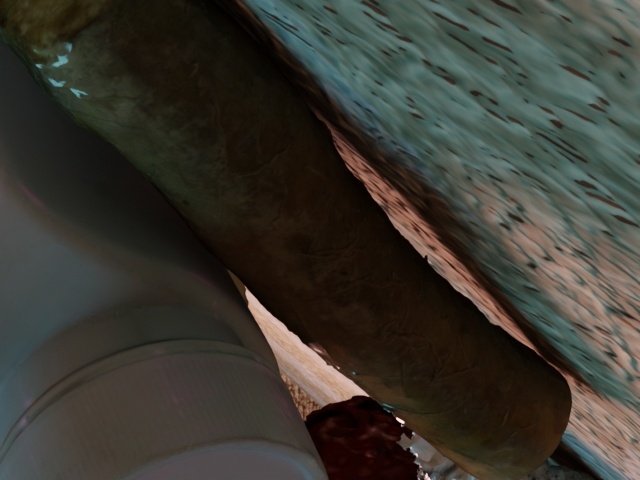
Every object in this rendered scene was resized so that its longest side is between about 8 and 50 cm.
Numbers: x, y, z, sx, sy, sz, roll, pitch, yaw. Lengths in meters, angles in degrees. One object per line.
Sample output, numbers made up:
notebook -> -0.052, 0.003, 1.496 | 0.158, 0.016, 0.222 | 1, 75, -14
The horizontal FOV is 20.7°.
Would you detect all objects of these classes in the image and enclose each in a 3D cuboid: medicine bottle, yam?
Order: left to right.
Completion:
medicine bottle -> -0.101, 0.002, 0.652 | 0.161, 0.111, 0.296 | 42, -168, -51
yam -> 0.000, 0.000, 0.611 | 0.299, 0.066, 0.066 | 45, 173, -40

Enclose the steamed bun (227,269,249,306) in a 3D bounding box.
steamed bun -> -0.172, 0.065, 1.142 | 0.206, 0.275, 0.320 | -4, -176, -27

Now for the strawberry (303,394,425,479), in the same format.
strawberry -> 0.085, 0.230, 1.156 | 0.274, 0.220, 0.274 | -13, -90, -81

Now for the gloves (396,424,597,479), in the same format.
gloves -> 0.111, 0.146, 0.964 | 0.153, 0.070, 0.114 | 42, 174, -30
